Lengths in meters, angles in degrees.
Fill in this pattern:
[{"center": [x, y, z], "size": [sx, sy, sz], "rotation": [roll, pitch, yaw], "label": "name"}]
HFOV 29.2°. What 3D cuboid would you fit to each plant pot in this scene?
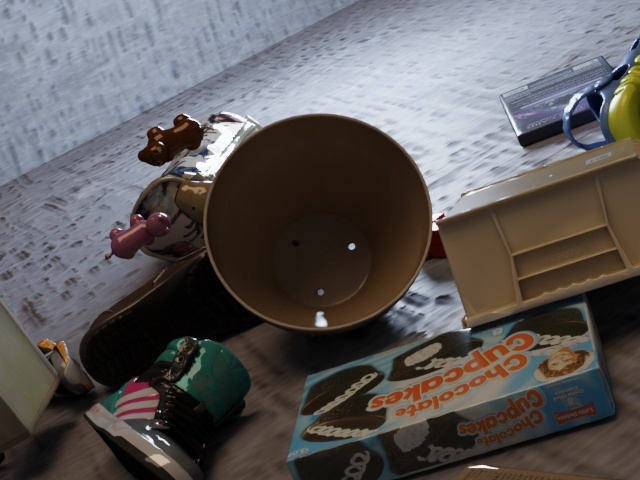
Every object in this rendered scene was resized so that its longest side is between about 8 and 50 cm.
[{"center": [0.000, 0.000, 1.606], "size": [0.284, 0.284, 0.191], "rotation": [-26, -16, -5], "label": "plant pot"}]

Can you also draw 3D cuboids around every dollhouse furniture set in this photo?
[{"center": [-0.589, 0.206, 1.611], "size": [0.394, 0.256, 0.362], "rotation": [-28, 17, 13], "label": "dollhouse furniture set"}]

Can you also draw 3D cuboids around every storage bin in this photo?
[{"center": [0.279, -0.021, 1.389], "size": [0.260, 0.123, 0.262], "rotation": [-18, 4, 15], "label": "storage bin"}]

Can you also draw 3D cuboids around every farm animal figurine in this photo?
[{"center": [-0.156, -0.024, 1.884], "size": [0.327, 0.330, 0.172], "rotation": [1, 9, -18], "label": "farm animal figurine"}]

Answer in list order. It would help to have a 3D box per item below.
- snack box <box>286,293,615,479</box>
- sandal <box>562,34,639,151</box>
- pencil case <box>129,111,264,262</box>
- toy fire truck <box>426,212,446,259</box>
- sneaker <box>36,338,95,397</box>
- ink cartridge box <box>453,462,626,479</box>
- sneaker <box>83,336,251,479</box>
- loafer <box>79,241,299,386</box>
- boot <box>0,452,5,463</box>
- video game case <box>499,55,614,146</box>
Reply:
[{"center": [0.132, 0.157, 1.265], "size": [0.322, 0.060, 0.187], "rotation": [-19, 18, 13], "label": "snack box"}, {"center": [0.458, -0.225, 1.845], "size": [0.138, 0.126, 0.317], "rotation": [-13, 19, 40], "label": "sandal"}, {"center": [-0.207, -0.109, 2.249], "size": [0.184, 0.160, 0.410], "rotation": [-35, 13, 22], "label": "pencil case"}, {"center": [0.224, -0.028, 1.687], "size": [0.192, 0.047, 0.135], "rotation": [-4, 26, 47], "label": "toy fire truck"}, {"center": [-0.390, 0.197, 1.770], "size": [0.083, 0.084, 0.215], "rotation": [-34, 11, -23], "label": "sneaker"}, {"center": [0.135, 0.272, 0.903], "size": [0.193, 0.088, 0.235], "rotation": [-2, 28, 46], "label": "ink cartridge box"}, {"center": [-0.151, 0.201, 1.409], "size": [0.178, 0.123, 0.295], "rotation": [-39, 21, -15], "label": "sneaker"}, {"center": [-0.181, 0.072, 1.764], "size": [0.366, 0.133, 0.130], "rotation": [-25, 19, -6], "label": "loafer"}, {"center": [-0.476, 0.316, 1.602], "size": [0.106, 0.037, 0.114], "rotation": [-25, 13, 32], "label": "boot"}, {"center": [0.412, -0.240, 2.084], "size": [0.196, 0.026, 0.274], "rotation": [-21, 20, 9], "label": "video game case"}]
